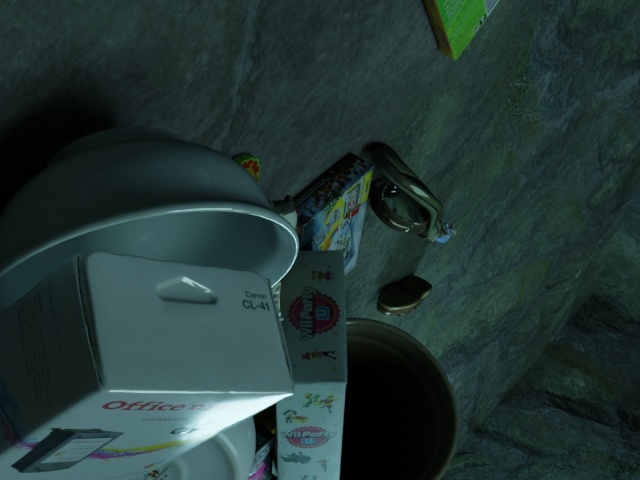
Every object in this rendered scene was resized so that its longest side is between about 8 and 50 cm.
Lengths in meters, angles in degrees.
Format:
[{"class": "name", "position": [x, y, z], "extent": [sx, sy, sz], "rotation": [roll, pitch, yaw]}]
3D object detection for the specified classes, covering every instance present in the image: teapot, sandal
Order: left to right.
[{"class": "teapot", "position": [-0.196, 0.217, 1.372], "extent": [0.187, 0.256, 0.252], "rotation": [-89, 168, -53]}, {"class": "sandal", "position": [0.129, -0.053, 1.760], "extent": [0.086, 0.120, 0.303], "rotation": [-39, 158, -3]}]

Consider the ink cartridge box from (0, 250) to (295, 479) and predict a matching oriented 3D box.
[{"class": "ink cartridge box", "position": [-0.211, 0.141, 1.052], "extent": [0.226, 0.131, 0.306], "rotation": [8, 149, -45]}]

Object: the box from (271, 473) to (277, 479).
[{"class": "box", "position": [-0.106, 0.509, 1.871], "extent": [0.184, 0.103, 0.261], "rotation": [-50, 159, -20]}]

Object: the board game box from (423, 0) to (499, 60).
[{"class": "board game box", "position": [0.194, -0.357, 1.548], "extent": [0.124, 0.039, 0.259], "rotation": [-54, 161, -5]}]

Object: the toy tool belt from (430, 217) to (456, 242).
[{"class": "toy tool belt", "position": [0.229, -0.015, 2.101], "extent": [0.052, 0.051, 0.083], "rotation": [-57, 159, 4]}]

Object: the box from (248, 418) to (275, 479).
[{"class": "box", "position": [-0.202, 0.343, 1.564], "extent": [0.247, 0.163, 0.142], "rotation": [-40, 152, -34]}]

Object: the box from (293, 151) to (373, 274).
[{"class": "box", "position": [0.000, 0.000, 1.650], "extent": [0.159, 0.044, 0.233], "rotation": [-40, 154, -33]}]

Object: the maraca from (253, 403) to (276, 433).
[{"class": "maraca", "position": [-0.116, 0.244, 1.695], "extent": [0.127, 0.099, 0.185], "rotation": [-79, 163, -44]}]

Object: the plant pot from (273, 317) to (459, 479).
[{"class": "plant pot", "position": [0.038, 0.331, 1.931], "extent": [0.323, 0.323, 0.280], "rotation": [-42, 173, -30]}]

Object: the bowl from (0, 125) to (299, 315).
[{"class": "bowl", "position": [-0.179, -0.015, 1.053], "extent": [0.298, 0.134, 0.298], "rotation": [-14, 158, -6]}]

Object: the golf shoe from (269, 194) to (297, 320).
[{"class": "golf shoe", "position": [-0.079, 0.055, 1.392], "extent": [0.105, 0.120, 0.273], "rotation": [-22, 154, -41]}]

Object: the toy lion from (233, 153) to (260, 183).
[{"class": "toy lion", "position": [-0.100, -0.059, 1.378], "extent": [0.096, 0.034, 0.100], "rotation": [-63, 159, 0]}]

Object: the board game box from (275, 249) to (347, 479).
[{"class": "board game box", "position": [-0.014, 0.193, 1.591], "extent": [0.303, 0.098, 0.224], "rotation": [90, 0, -51]}]

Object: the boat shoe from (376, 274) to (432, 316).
[{"class": "boat shoe", "position": [0.156, 0.117, 2.125], "extent": [0.178, 0.064, 0.060], "rotation": [-21, 138, -59]}]

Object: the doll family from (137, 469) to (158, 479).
[{"class": "doll family", "position": [-0.264, 0.282, 1.218], "extent": [0.076, 0.111, 0.193], "rotation": [-15, 175, 38]}]
